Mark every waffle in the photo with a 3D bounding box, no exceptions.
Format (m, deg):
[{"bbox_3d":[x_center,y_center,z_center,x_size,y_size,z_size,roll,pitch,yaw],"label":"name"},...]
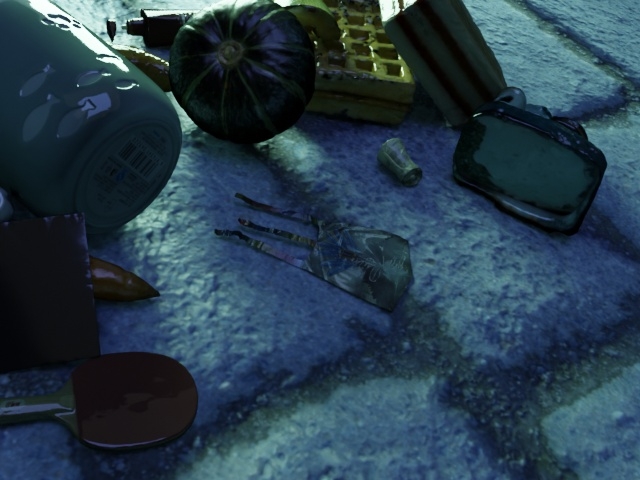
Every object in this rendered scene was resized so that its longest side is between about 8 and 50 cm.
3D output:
[{"bbox_3d":[0.038,-0.393,1.539,0.261,0.114,0.376,4,46,-9],"label":"waffle"}]

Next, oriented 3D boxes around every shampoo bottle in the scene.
[{"bbox_3d":[-0.300,-0.420,1.494,0.236,0.067,0.068,-9,39,-24],"label":"shampoo bottle"}]

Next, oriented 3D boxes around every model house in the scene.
[{"bbox_3d":[0.406,-0.179,1.392,0.253,0.184,0.291,26,39,16],"label":"model house"}]

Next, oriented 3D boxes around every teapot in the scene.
[{"bbox_3d":[0.142,-0.136,1.345,0.083,0.057,0.067,52,26,23],"label":"teapot"}]

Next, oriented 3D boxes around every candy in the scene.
[{"bbox_3d":[0.233,-0.379,1.453,0.321,0.135,0.179,41,31,-40],"label":"candy"}]

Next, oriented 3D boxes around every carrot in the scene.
[{"bbox_3d":[-0.316,0.051,1.010,0.205,0.072,0.072,15,43,-10],"label":"carrot"}]

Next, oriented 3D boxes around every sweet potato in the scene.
[{"bbox_3d":[-0.412,-0.300,1.314,0.341,0.092,0.114,-9,66,-24],"label":"sweet potato"}]

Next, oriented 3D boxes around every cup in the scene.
[{"bbox_3d":[-0.392,-0.136,1.047,0.274,0.259,0.357,37,60,19],"label":"cup"}]

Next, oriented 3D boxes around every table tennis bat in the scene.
[{"bbox_3d":[-0.270,0.194,0.907,0.247,0.022,0.138,-1,45,-21],"label":"table tennis bat"}]

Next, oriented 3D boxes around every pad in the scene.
[{"bbox_3d":[-0.351,0.063,0.948,0.127,0.004,0.190,-7,77,-14],"label":"pad"}]

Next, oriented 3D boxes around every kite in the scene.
[{"bbox_3d":[-0.001,0.001,1.191,0.310,0.015,0.169,23,43,3],"label":"kite"}]

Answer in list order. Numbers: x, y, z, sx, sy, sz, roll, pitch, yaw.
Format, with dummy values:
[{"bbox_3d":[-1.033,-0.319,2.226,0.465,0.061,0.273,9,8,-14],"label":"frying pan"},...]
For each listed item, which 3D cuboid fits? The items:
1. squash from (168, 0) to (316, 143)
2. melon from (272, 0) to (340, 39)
[{"bbox_3d":[-0.132,-0.288,1.292,0.252,0.165,0.252,-1,82,8],"label":"squash"},{"bbox_3d":[-0.042,-0.435,1.425,0.160,0.079,0.128,-1,48,-13],"label":"melon"}]
